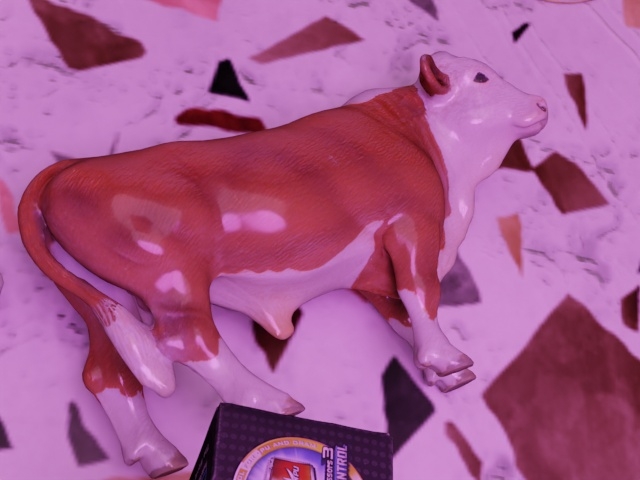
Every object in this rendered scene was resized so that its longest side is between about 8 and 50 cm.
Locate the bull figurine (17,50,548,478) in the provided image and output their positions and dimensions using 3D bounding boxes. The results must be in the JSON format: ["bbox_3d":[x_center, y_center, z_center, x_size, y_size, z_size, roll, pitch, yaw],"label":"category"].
[{"bbox_3d":[0.000,0.000,0.588,0.310,0.101,0.188,-14,72,-21],"label":"bull figurine"}]

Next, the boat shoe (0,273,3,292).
[{"bbox_3d":[-0.317,0.039,0.502,0.319,0.116,0.099,3,108,-22],"label":"boat shoe"}]

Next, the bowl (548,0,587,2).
[{"bbox_3d":[0.173,-0.263,0.772,0.170,0.080,0.170,6,65,-13],"label":"bowl"}]

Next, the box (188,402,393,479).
[{"bbox_3d":[-0.044,0.216,0.351,0.060,0.270,0.216,13,46,-10],"label":"box"}]
